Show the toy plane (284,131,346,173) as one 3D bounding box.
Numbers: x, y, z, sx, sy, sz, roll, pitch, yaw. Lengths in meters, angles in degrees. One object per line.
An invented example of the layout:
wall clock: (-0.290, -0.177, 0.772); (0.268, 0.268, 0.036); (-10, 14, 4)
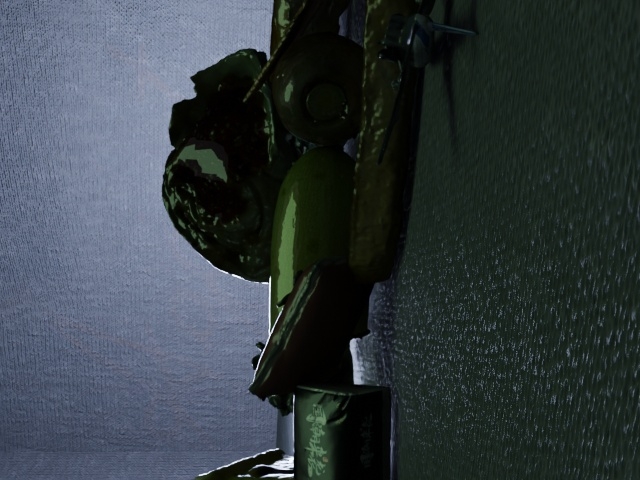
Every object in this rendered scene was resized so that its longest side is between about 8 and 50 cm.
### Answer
toy plane: (0.008, -0.068, 1.740); (0.169, 0.078, 0.246); (39, 146, 41)

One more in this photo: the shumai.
shumai: (-0.082, -0.119, 1.869); (0.330, 0.292, 0.288); (52, 140, 15)

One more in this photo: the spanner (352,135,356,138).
spanner: (0.056, -0.201, 1.618); (0.208, 0.012, 0.046); (98, 172, -58)

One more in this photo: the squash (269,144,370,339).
squash: (0.000, 0.000, 1.541); (0.132, 0.133, 0.247); (-146, 56, -85)

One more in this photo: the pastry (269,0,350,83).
pastry: (-0.018, -0.347, 1.925); (0.257, 0.121, 0.235); (-102, 17, -79)

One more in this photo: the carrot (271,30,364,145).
carrot: (-0.002, -0.195, 1.516); (0.302, 0.139, 0.138); (-130, 40, -74)

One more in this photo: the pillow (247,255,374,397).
pillow: (-0.006, 0.092, 1.407); (0.171, 0.075, 0.179); (-5, -57, -62)

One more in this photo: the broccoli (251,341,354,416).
broccoli: (0.000, 0.093, 1.674); (0.165, 0.146, 0.304); (-112, 35, -68)

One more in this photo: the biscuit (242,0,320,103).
biscuit: (-0.015, -0.309, 1.644); (0.237, 0.013, 0.232); (-49, 6, 49)

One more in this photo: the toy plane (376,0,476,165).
toy plane: (0.081, -0.169, 1.016); (0.226, 0.058, 0.225); (-144, 70, -84)

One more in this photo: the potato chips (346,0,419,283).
potato chips: (0.064, -0.103, 1.228); (0.080, 0.057, 0.406); (-72, -12, -56)

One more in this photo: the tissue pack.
tissue pack: (0.023, 0.245, 1.359); (0.103, 0.090, 0.170); (0, 89, 46)

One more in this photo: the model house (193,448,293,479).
model house: (-0.074, 0.359, 1.523); (0.193, 0.234, 0.174); (-5, -91, -62)
